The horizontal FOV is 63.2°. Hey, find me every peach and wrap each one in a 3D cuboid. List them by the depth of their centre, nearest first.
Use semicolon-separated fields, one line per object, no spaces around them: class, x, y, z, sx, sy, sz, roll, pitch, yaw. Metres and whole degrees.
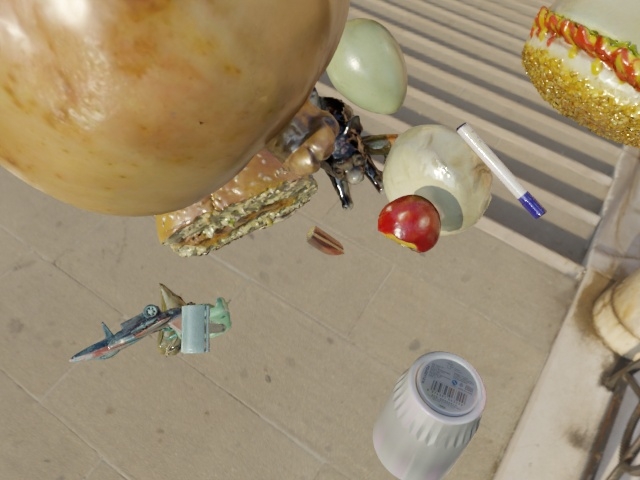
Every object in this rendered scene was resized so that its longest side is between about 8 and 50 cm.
peach;0.209;-0.047;1.205;0.151;0.118;0.151;-2;69;5

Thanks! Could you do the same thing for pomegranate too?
pomegranate;-0.148;-0.205;0.495;0.411;0.412;0.412;1;57;-2

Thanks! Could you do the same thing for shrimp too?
shrimp;0.181;-0.263;1.612;0.248;0.068;0.150;12;97;12

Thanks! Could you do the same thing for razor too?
razor;-0.270;0.212;1.266;0.068;0.232;0.106;-2;82;6

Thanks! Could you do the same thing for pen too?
pen;0.400;-0.157;1.157;0.033;0.033;0.269;-36;82;-23

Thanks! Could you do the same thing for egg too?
egg;0.141;-0.501;1.518;0.218;0.218;0.295;-39;93;-24

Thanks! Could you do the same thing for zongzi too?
zongzi;-0.504;0.263;1.714;0.197;0.099;0.195;45;60;-25

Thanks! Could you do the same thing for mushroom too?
mushroom;0.305;-0.169;1.438;0.315;0.315;0.356;-4;17;-5

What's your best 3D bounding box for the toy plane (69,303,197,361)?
toy plane;-0.479;0.233;1.340;0.326;0.223;0.105;-13;81;-19

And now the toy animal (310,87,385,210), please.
toy animal;0.041;-0.292;1.526;0.194;0.303;0.344;-30;53;10

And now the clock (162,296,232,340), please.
clock;-0.386;0.258;1.630;0.210;0.159;0.066;-14;58;-16

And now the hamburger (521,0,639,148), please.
hamburger;0.423;-0.241;0.743;0.294;0.179;0.276;15;27;-45

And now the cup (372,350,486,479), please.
cup;0.300;0.485;1.429;0.253;0.372;0.253;5;47;-5

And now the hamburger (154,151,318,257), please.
hamburger;-0.261;-0.158;1.400;0.445;0.268;0.287;-27;76;3

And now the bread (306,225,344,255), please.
bread;0.000;0.001;2.001;0.119;0.192;0.067;17;78;48
